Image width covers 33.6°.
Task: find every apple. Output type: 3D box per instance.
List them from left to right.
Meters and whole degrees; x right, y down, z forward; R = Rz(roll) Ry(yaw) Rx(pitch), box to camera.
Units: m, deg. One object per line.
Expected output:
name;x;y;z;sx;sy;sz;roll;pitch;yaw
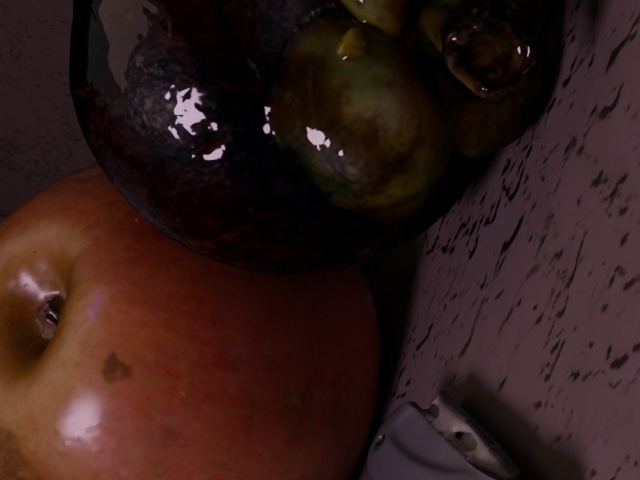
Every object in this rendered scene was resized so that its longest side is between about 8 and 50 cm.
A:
apple;-0.138;0.100;0.901;0.364;0.364;0.363;-165;90;-83

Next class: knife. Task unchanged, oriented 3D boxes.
knife;0.073;0.130;0.566;0.073;0.041;0.265;-64;7;-1

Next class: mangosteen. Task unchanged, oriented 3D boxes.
mangosteen;-0.005;-0.133;0.715;0.330;0.330;0.330;-165;90;-83

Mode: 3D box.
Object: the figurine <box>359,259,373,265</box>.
figurine;0.000;0.000;1.121;0.112;0.137;0.229;-33;-6;-11
